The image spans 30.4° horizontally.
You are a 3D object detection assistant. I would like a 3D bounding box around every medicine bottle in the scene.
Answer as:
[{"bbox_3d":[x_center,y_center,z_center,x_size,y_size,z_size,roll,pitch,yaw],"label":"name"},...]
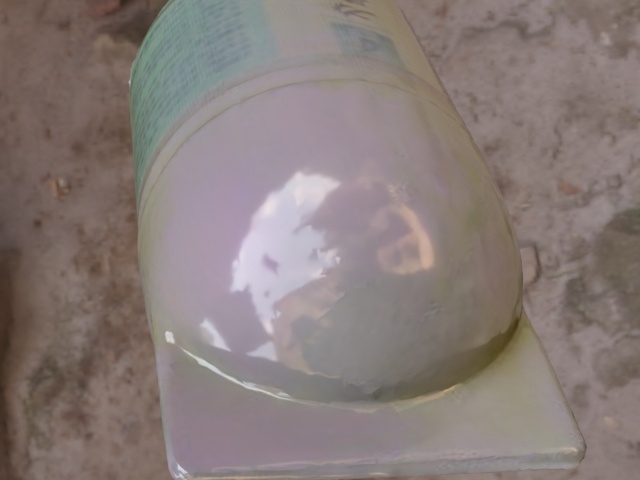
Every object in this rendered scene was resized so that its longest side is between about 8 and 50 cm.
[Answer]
[{"bbox_3d":[0.000,0.000,0.760,0.406,0.236,0.235,-107,33,-53],"label":"medicine bottle"}]
